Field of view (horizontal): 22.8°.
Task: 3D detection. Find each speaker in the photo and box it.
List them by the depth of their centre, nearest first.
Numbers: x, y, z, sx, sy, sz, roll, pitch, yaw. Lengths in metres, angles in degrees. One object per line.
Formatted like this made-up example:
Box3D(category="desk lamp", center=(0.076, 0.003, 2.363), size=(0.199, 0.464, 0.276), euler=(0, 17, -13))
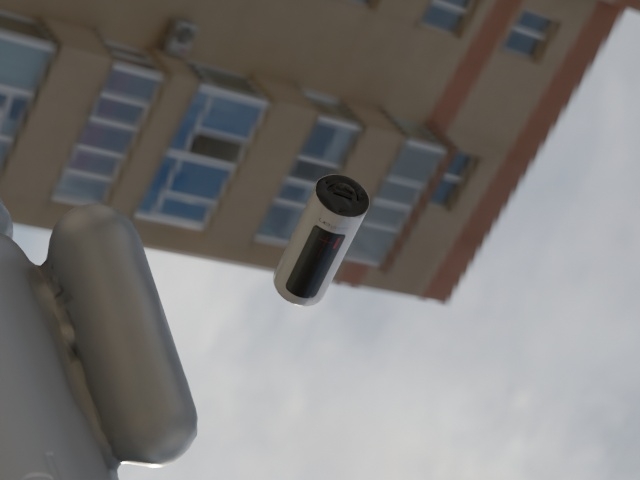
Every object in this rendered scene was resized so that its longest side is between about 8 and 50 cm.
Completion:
Box3D(category="speaker", center=(0.000, 0.000, 1.504), size=(0.136, 0.055, 0.055), euler=(-63, -142, 44))

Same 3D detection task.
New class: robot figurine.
Box3D(category="robot figurine", center=(-0.204, 0.091, 0.708), size=(0.200, 0.300, 0.353), euler=(94, -29, -70))
